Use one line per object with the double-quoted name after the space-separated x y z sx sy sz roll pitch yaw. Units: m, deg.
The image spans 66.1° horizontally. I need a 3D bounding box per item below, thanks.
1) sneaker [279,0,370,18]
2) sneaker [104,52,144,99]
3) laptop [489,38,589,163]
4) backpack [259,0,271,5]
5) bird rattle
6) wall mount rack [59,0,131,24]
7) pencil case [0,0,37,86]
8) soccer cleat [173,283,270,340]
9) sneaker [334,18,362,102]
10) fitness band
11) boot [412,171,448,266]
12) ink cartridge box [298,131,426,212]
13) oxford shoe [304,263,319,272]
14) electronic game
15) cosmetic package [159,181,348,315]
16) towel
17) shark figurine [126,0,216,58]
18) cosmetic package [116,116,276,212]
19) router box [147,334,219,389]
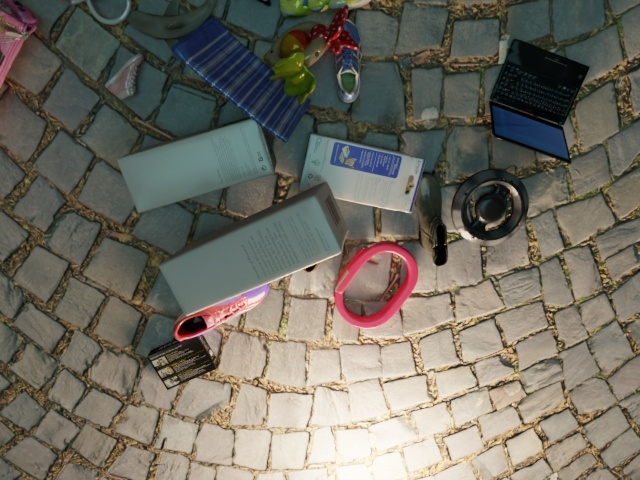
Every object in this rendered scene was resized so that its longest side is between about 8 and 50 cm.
0.009 -0.641 1.237 0.239 0.091 0.126 -8 106 1 "sneaker"
-0.499 -0.427 1.301 0.134 0.051 0.070 -39 106 12 "sneaker"
0.594 -0.375 1.318 0.234 0.136 0.265 17 105 -8 "laptop"
-0.151 -0.667 1.225 0.104 0.084 0.114 24 102 -11 "backpack"
-0.041 -0.488 1.230 0.254 0.207 0.143 -53 141 1 "bird rattle"
-0.520 -0.715 1.157 0.303 0.130 0.350 -17 101 6 "wall mount rack"
-0.866 -0.435 1.229 0.160 0.167 0.386 23 108 -46 "pencil case"
-0.293 0.205 1.465 0.318 0.116 0.109 -26 106 6 "soccer cleat"
0.077 -0.472 1.295 0.080 0.081 0.211 -6 105 1 "sneaker"
0.167 0.136 1.502 0.209 0.054 0.291 33 104 -14 "fitness band"
0.324 -0.063 1.387 0.083 0.161 0.247 -9 107 0 "boot"
0.115 -0.191 1.392 0.332 0.065 0.166 12 106 -5 "ink cartridge box"
0.000 0.000 1.439 0.076 0.076 0.212 17 104 -6 "oxford shoe"
0.497 -0.095 1.444 0.229 0.048 0.230 -1 107 -3 "electronic game"
-0.166 0.018 1.315 0.453 0.230 0.162 -22 101 14 "cosmetic package"
-0.181 -0.406 1.228 0.336 0.243 0.040 37 128 -14 "towel"
-0.339 -0.568 1.234 0.278 0.116 0.166 -29 107 8 "shark figurine"
-0.310 -0.208 1.300 0.365 0.197 0.155 -15 108 1 "cosmetic package"
-0.431 0.375 1.547 0.178 0.046 0.133 -24 106 4 "router box"
